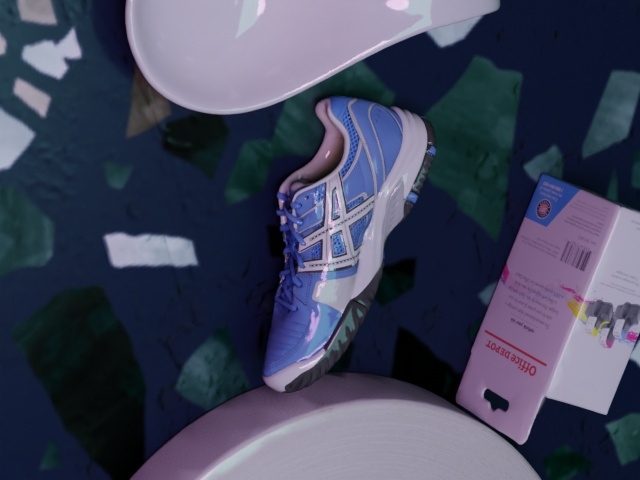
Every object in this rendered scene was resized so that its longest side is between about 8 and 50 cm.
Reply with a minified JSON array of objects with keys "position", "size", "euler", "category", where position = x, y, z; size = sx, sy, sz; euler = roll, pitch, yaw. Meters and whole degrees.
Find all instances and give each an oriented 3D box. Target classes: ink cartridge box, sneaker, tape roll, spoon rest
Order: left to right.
[{"position":[0.000,0.000,1.342],"size":[0.081,0.080,0.211],"euler":[24,83,-24],"category":"sneaker"},{"position":[0.004,0.288,1.424],"size":[0.392,0.072,0.392],"euler":[-7,107,-25],"category":"tape roll"},{"position":[0.005,-0.160,1.289],"size":[0.276,0.084,0.137],"euler":[-11,109,-25],"category":"spoon rest"},{"position":[0.175,0.055,1.424],"size":[0.062,0.104,0.181],"euler":[19,96,-29],"category":"ink cartridge box"}]
